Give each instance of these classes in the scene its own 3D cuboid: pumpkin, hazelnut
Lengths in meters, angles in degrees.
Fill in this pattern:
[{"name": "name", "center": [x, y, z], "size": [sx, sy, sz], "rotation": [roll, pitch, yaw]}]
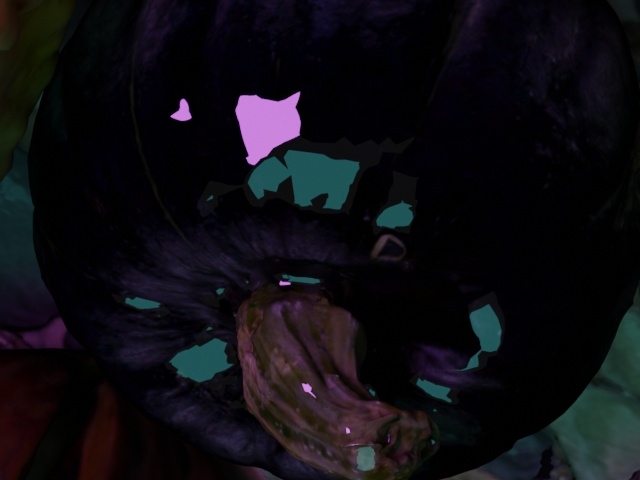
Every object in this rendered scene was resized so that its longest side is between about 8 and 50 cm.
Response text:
[{"name": "pumpkin", "center": [0.000, 0.000, 0.856], "size": [0.296, 0.296, 0.296], "rotation": [7, 126, 10]}, {"name": "hazelnut", "center": [-0.161, 0.168, 1.081], "size": [0.251, 0.217, 0.217], "rotation": [33, 127, -22]}]

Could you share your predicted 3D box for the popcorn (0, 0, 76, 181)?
[{"name": "popcorn", "center": [-0.275, -0.137, 0.809], "size": [0.354, 0.390, 0.344], "rotation": [-42, 136, -8]}]
